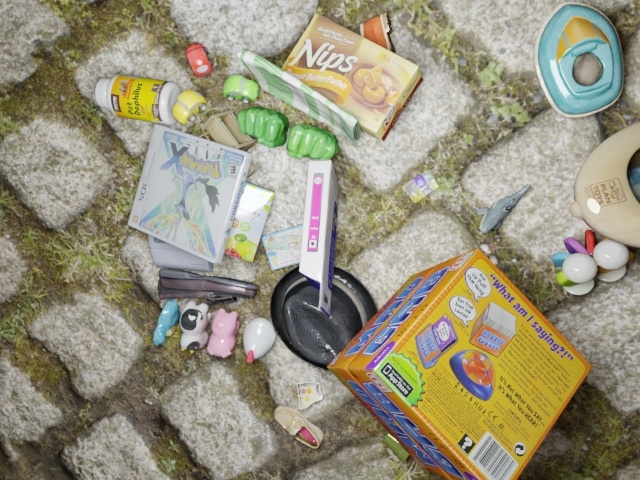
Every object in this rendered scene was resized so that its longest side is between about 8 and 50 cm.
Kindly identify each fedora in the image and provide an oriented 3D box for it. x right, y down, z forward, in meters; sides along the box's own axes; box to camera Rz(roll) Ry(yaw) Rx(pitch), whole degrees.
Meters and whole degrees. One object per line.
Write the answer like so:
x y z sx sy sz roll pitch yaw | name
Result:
0.001 0.228 1.358 0.334 0.152 0.334 1 99 9 | fedora

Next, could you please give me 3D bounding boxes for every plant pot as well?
0.225 0.582 1.421 0.079 0.083 0.083 34 103 16 | plant pot

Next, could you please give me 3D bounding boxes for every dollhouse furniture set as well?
-0.259 -0.239 1.377 0.161 0.101 0.182 -34 93 38 | dollhouse furniture set

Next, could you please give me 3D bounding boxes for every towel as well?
-0.044 -0.351 1.226 0.325 0.248 0.038 35 93 4 | towel
0.270 -0.144 1.324 0.083 0.009 0.060 -33 92 13 | towel

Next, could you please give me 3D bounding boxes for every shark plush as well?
0.480 -0.077 1.268 0.161 0.067 0.073 -32 92 13 | shark plush

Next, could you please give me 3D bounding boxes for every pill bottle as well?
-0.503 -0.393 1.362 0.215 0.117 0.117 11 101 8 | pill bottle

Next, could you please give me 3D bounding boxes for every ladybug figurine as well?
0.795 -0.128 1.136 0.449 0.162 0.305 -13 77 6 | ladybug figurine

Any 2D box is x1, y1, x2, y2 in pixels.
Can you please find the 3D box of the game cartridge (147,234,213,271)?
-0.408 -0.059 1.435 0.196 0.060 0.294 5 100 13 | game cartridge

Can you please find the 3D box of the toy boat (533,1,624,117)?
0.665 -0.449 1.135 0.318 0.148 0.267 -21 95 13 | toy boat

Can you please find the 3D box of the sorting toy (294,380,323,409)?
-0.033 0.450 1.459 0.075 0.045 0.083 -8 97 4 | sorting toy

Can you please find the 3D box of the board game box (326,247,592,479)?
0.297 0.296 1.148 0.356 0.356 0.356 46 71 0 | board game box

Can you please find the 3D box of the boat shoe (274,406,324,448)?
-0.067 0.560 1.471 0.170 0.059 0.063 30 103 4 | boat shoe

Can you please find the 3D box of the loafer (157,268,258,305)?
-0.327 0.146 1.418 0.302 0.109 0.095 8 87 12 | loafer

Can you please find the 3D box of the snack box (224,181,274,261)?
-0.240 -0.066 1.367 0.174 0.070 0.207 17 96 -9 | snack box

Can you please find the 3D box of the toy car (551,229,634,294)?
0.668 0.043 1.230 0.182 0.159 0.136 -27 59 13 | toy car

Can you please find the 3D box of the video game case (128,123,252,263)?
-0.361 -0.132 1.326 0.329 0.036 0.300 20 97 24 | video game case

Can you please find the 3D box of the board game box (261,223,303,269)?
-0.081 0.015 1.402 0.154 0.026 0.103 -16 96 12 | board game box

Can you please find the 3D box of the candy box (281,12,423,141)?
0.071 -0.407 1.225 0.316 0.087 0.183 36 96 20 | candy box

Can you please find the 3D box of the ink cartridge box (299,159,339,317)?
0.000 0.000 1.239 0.069 0.176 0.371 0 74 9 | ink cartridge box

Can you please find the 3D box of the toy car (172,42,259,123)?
-0.278 -0.421 1.318 0.225 0.053 0.239 8 79 5 | toy car

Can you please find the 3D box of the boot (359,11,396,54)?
0.149 -0.495 1.269 0.084 0.059 0.158 -10 94 20 | boot

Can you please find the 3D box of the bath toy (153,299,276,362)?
-0.304 0.278 1.430 0.348 0.129 0.151 9 136 11 | bath toy

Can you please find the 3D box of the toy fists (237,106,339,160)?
-0.085 -0.278 1.296 0.279 0.142 0.096 24 102 6 | toy fists
